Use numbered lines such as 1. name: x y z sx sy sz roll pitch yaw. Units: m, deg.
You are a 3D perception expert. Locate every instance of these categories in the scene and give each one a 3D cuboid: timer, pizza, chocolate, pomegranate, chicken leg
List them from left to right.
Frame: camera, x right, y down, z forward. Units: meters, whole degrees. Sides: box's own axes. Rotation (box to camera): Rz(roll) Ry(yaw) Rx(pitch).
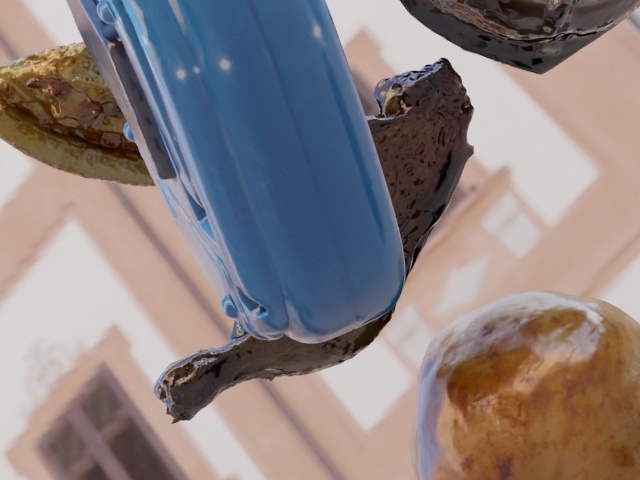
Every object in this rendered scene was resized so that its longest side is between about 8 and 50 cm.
1. pizza: -0.173 -0.103 1.700 0.271 0.056 0.134 20 -46 -25
2. timer: -0.069 -0.115 1.128 0.115 0.340 0.309 -24 -53 -7
3. chicken leg: 0.007 0.006 1.460 0.177 0.083 0.322 20 -78 -46
4. pomegranate: 0.187 0.152 1.593 0.248 0.248 0.248 -27 -35 -20
5. chocolate: 0.187 -0.288 1.584 0.283 0.284 0.186 -27 4 -19
